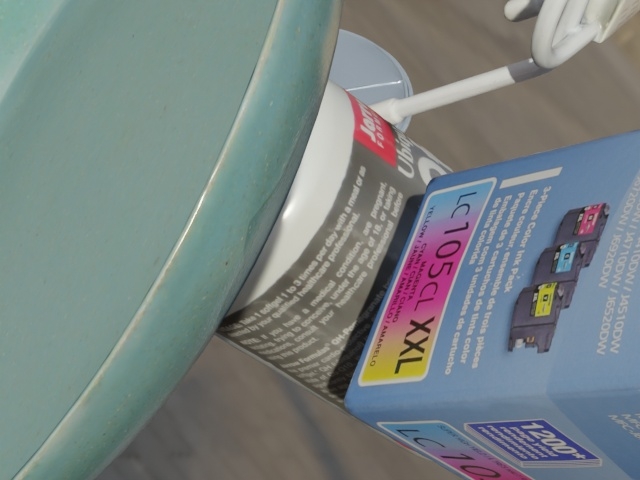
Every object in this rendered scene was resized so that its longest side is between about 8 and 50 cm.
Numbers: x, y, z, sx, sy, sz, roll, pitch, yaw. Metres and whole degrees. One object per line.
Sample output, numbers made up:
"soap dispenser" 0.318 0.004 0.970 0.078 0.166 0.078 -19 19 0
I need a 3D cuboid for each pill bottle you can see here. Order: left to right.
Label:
"pill bottle" 0.000 0.000 1.189 0.318 0.176 0.176 34 19 -29

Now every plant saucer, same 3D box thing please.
"plant saucer" -0.087 -0.028 0.630 0.043 0.317 0.317 29 22 -29

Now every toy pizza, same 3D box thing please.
"toy pizza" -0.024 -0.105 1.513 0.032 0.201 0.201 85 -16 -44

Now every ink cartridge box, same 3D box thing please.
"ink cartridge box" 0.241 0.062 0.859 0.270 0.395 0.151 31 65 -28

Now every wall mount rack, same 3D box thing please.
"wall mount rack" 0.170 -0.195 1.192 0.130 0.304 0.350 36 44 16
